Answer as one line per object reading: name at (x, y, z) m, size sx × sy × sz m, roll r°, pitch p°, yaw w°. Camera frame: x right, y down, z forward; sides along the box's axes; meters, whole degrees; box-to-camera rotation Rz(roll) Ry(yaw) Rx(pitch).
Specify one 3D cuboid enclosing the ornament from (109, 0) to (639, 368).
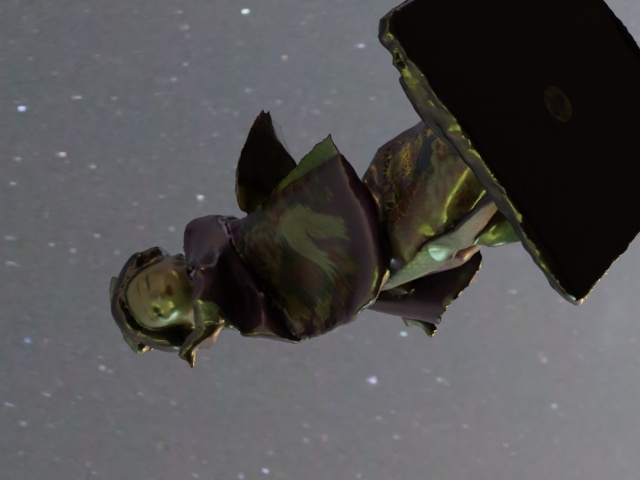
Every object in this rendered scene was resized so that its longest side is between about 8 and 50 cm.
ornament at (-0.003, 0.003, 0.398) m, size 0.088 × 0.203 × 0.081 m, roll 57°, pitch -141°, yaw -5°
